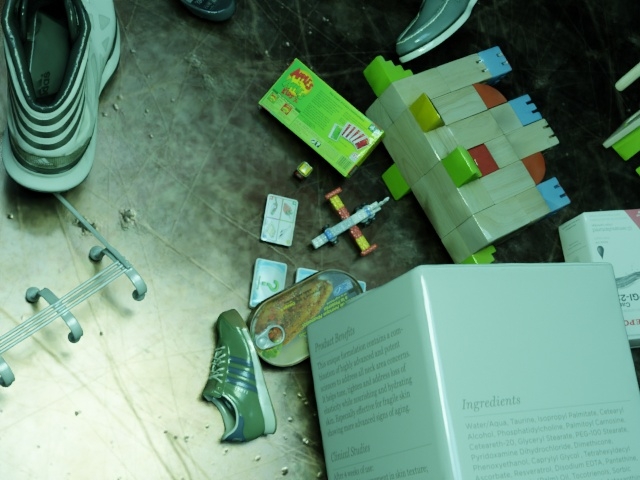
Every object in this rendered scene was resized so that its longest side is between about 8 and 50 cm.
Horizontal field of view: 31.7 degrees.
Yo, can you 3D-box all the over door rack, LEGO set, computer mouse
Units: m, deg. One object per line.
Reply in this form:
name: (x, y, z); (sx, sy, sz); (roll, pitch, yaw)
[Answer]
over door rack: (-0.430, 0.024, 1.573); (0.240, 0.108, 0.324); (-35, 72, -25)
LEGO set: (0.000, 0.000, 1.725); (0.183, 0.060, 0.244); (13, 72, -14)
computer mouse: (-0.240, -0.425, 1.803); (0.242, 0.041, 0.071); (36, 68, 4)

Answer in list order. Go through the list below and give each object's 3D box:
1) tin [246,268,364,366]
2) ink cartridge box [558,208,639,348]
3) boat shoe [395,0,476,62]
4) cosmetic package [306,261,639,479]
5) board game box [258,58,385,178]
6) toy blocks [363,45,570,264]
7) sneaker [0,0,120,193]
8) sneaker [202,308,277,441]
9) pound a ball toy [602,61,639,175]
tin: (-0.022, 0.115, 1.678); (0.190, 0.040, 0.106); (-27, 94, -18)
ink cartridge box: (0.494, 0.064, 1.834); (0.159, 0.092, 0.217); (-4, 76, -18)
boat shoe: (0.202, -0.415, 1.875); (0.099, 0.116, 0.319); (51, 57, -19)
cosmetic package: (0.213, 0.258, 1.534); (0.328, 0.329, 0.393); (-1, 74, -27)
board game box: (0.003, -0.190, 1.761); (0.181, 0.043, 0.092); (41, 93, 7)
toy blocks: (0.259, -0.143, 1.800); (0.261, 0.191, 0.381); (-23, 78, -33)
sneaker: (-0.354, -0.313, 1.577); (0.169, 0.257, 0.447); (5, 57, -14)
sneaker: (-0.131, 0.198, 1.618); (0.086, 0.064, 0.192); (-15, 81, -25)
pound a ball toy: (0.586, -0.231, 1.830); (0.136, 0.319, 0.208); (-40, 87, -24)
